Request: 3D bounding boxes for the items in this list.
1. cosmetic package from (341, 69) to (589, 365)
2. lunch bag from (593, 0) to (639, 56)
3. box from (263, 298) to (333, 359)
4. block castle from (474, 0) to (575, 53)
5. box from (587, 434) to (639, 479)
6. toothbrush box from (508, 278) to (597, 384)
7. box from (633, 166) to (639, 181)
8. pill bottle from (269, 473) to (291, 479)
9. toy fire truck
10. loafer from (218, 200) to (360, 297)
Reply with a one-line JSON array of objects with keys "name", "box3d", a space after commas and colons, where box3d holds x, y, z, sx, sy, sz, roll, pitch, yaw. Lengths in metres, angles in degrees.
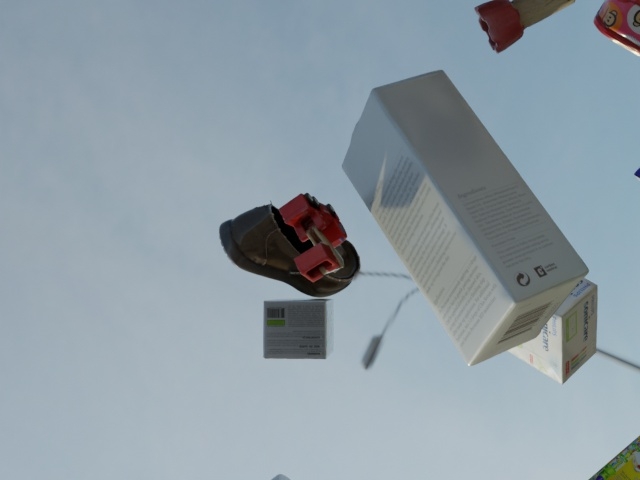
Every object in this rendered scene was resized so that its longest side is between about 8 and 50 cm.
[{"name": "cosmetic package", "box3d": [0.231, -0.044, 1.809, 0.162, 0.453, 0.230, -20, -26, -26]}, {"name": "lunch bag", "box3d": [0.702, -0.445, 2.125, 0.293, 0.258, 0.120, -46, -15, -52]}, {"name": "box", "box3d": [-0.036, 0.158, 1.922, 0.203, 0.114, 0.103, 28, -118, -85]}, {"name": "block castle", "box3d": [0.230, -0.543, 1.791, 0.213, 0.453, 0.303, -26, -53, 7]}, {"name": "box", "box3d": [0.769, 0.578, 2.278, 0.279, 0.290, 0.177, -41, -38, 3]}, {"name": "toothbrush box", "box3d": [0.422, 0.131, 2.180, 0.122, 0.283, 0.206, -37, -42, -26]}, {"name": "box", "box3d": [0.754, -0.143, 2.216, 0.126, 0.072, 0.137, 40, -85, -21]}, {"name": "pill bottle", "box3d": [-0.130, 0.497, 1.607, 0.283, 0.160, 0.160, -39, -33, 2]}, {"name": "toy fire truck", "box3d": [0.000, 0.000, 1.548, 0.047, 0.135, 0.192, -33, -20, 14]}, {"name": "loafer", "box3d": [-0.026, 0.016, 1.972, 0.130, 0.133, 0.366, -34, -25, 27]}]
